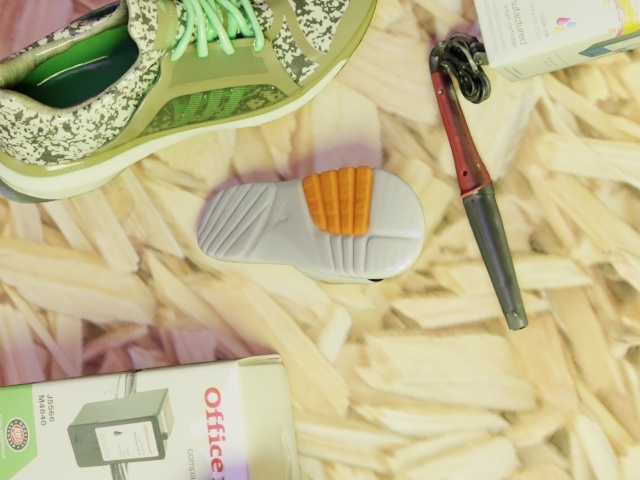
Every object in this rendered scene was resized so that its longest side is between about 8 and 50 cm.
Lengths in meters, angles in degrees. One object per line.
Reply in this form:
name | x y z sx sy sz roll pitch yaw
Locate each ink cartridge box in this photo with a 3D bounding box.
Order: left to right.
ink cartridge box | -0.166 0.219 1.381 0.273 0.115 0.198 -9 85 20
ink cartridge box | 0.236 -0.240 1.263 0.212 0.093 0.154 -14 82 18

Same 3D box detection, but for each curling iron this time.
curling iron | 0.141 -0.054 1.310 0.068 0.035 0.274 -25 73 61

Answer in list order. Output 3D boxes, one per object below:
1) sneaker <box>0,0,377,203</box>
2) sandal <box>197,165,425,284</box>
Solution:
sneaker | -0.123 -0.172 1.310 0.410 0.182 0.158 -30 78 -9
sandal | 0.002 -0.010 1.358 0.265 0.076 0.102 4 73 42
